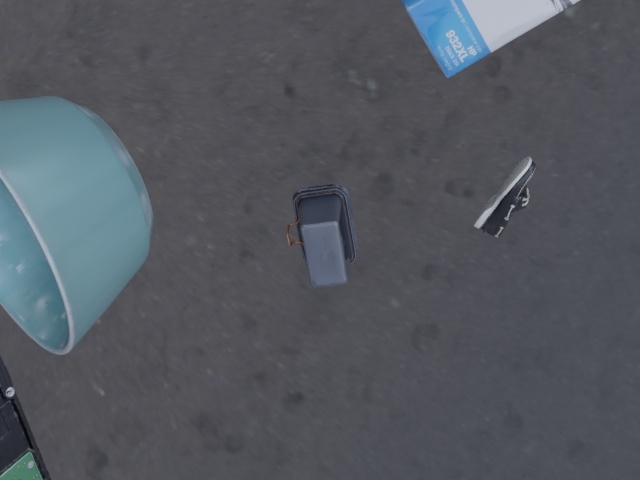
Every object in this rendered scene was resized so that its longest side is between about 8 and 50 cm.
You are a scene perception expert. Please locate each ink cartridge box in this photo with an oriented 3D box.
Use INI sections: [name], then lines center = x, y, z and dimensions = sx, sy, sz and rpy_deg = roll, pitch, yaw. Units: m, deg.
[ink cartridge box]
center = 0.255, -0.388, 1.664
dimensions = 0.307, 0.223, 0.129
rpy_deg = -30, 121, 11

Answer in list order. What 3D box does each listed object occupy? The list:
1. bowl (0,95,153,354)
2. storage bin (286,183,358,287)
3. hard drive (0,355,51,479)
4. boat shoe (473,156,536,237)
[bowl]
center = -0.307, -0.041, 1.401
dimensions = 0.163, 0.311, 0.312
rpy_deg = -32, 105, -26
[storage bin]
center = 0.000, 0.000, 1.776
dimensions = 0.098, 0.091, 0.135
rpy_deg = -7, 118, 5
[hard drive]
center = -0.388, 0.287, 1.254
dimensions = 0.237, 0.064, 0.339
rpy_deg = -42, 135, -36
[boat shoe]
center = 0.227, -0.049, 1.451
dimensions = 0.038, 0.046, 0.125
rpy_deg = 32, 131, -1
